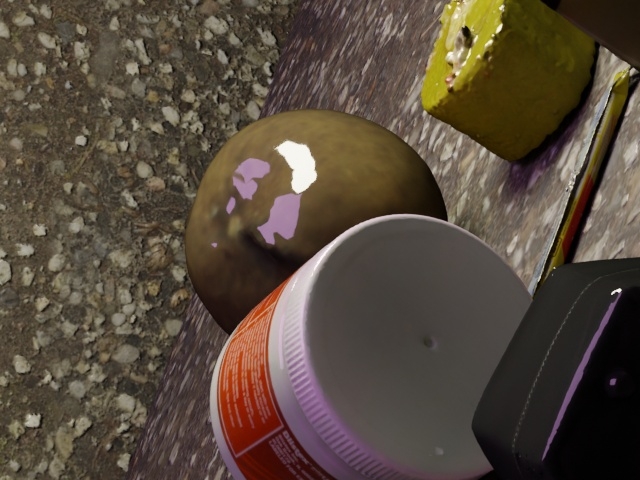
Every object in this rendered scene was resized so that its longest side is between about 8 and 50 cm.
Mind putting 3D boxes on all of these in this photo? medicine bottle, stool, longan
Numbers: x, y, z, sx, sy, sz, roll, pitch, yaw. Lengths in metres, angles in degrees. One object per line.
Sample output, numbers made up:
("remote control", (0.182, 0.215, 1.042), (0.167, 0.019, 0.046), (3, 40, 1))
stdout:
("medicine bottle", (0.049, 0.131, 1.670), (0.241, 0.253, 0.252), (-43, 24, 59))
("stool", (0.223, 0.116, 1.116), (0.232, 0.232, 0.141), (-64, 15, -4))
("longan", (0.000, 0.000, 2.040), (0.319, 0.319, 0.319), (-57, 14, 23))

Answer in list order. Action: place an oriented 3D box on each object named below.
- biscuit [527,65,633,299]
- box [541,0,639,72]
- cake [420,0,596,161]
("biscuit", (0.250, -0.048, 1.748), (0.292, 0.026, 0.048), (-67, 9, -18))
("box", (0.352, -0.376, 1.553), (0.373, 0.138, 0.420), (-53, 6, 26))
("cake", (0.210, -0.222, 1.991), (0.179, 0.156, 0.260), (-41, 23, 44))
